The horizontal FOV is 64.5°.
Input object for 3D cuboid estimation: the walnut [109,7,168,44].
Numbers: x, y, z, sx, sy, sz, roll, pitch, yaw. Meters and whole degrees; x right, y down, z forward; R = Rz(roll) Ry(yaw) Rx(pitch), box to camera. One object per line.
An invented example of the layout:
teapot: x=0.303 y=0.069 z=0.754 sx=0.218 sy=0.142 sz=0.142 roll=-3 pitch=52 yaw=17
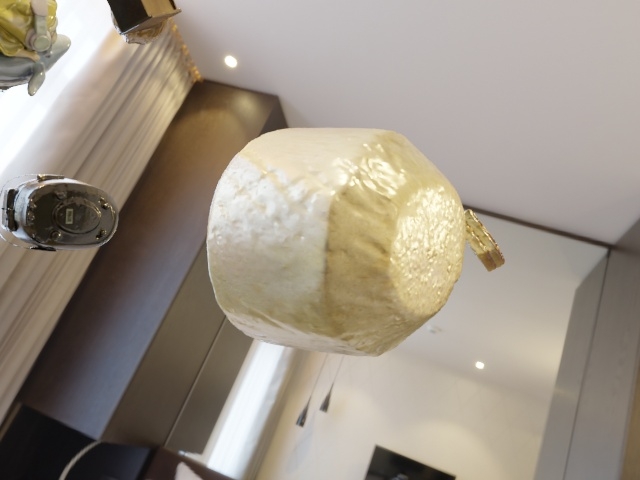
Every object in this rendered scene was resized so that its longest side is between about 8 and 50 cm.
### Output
walnut: x=-0.331 y=-0.418 z=0.930 sx=0.105 sy=0.105 sz=0.124 roll=26 pitch=-63 yaw=-6

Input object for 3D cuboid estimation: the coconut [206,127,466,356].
coconut: x=0.000 y=0.000 z=0.635 sx=0.328 sy=0.329 sz=0.329 roll=20 pitch=-21 yaw=8

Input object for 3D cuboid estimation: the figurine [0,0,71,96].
figurine: x=-0.475 y=-0.304 z=0.751 sx=0.128 sy=0.208 sz=0.184 roll=48 pitch=-55 yaw=19

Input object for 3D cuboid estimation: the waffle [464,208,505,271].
waffle: x=0.305 y=0.001 z=0.975 sx=0.102 sy=0.042 sz=0.148 roll=60 pitch=13 yaw=24

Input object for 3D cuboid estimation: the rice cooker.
rice cooker: x=-0.476 y=-0.048 z=0.933 sx=0.118 sy=0.142 sz=0.203 roll=9 pitch=6 yaw=41

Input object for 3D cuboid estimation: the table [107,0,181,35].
table: x=-0.289 y=-0.386 z=0.807 sx=0.083 sy=0.070 sz=0.082 roll=-7 pitch=-64 yaw=34
